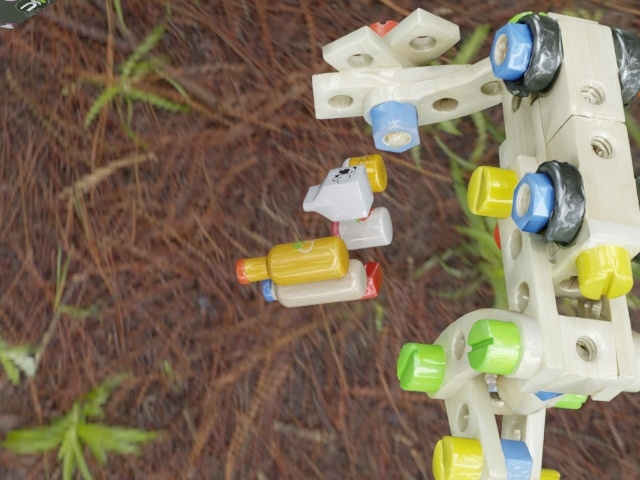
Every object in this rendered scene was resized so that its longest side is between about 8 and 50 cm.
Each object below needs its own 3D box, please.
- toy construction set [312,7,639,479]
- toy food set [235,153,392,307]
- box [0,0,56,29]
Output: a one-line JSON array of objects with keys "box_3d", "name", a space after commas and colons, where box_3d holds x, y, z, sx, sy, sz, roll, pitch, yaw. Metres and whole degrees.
[{"box_3d": [0.110, -0.012, 0.993, 0.151, 0.215, 0.327, -6, 64, -25], "name": "toy construction set"}, {"box_3d": [0.000, 0.000, 1.648, 0.105, 0.232, 0.111, -8, 118, 17], "name": "toy food set"}, {"box_3d": [-0.298, -0.247, 1.601, 0.083, 0.062, 0.052, -23, 70, 34], "name": "box"}]
